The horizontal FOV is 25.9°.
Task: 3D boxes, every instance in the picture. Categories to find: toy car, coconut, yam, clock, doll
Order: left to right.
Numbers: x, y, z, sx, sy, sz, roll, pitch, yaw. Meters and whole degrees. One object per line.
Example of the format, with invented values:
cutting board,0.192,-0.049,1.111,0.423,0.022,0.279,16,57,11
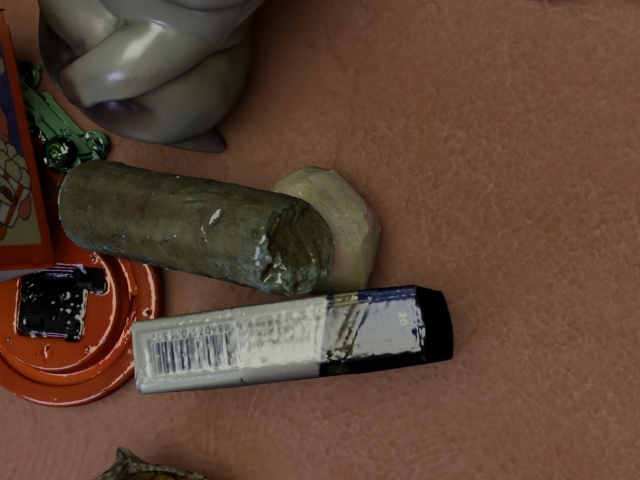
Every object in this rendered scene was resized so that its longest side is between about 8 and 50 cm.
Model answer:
toy car,-0.274,-0.117,1.357,0.143,0.073,0.054,45,115,11
clock,-0.252,0.060,1.352,0.205,0.051,0.205,-1,87,14
doll,-0.132,-0.232,1.187,0.215,0.226,0.370,38,132,9
yam,-0.112,-0.013,1.232,0.259,0.093,0.093,11,90,36
coconut,0.000,0.000,1.270,0.110,0.110,0.124,-39,74,8

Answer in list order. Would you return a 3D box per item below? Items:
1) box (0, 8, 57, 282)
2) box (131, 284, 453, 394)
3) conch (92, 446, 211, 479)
box,-0.478,-0.057,1.225,0.318,0.348,0.257,-17,84,30
box,-0.019,0.089,1.238,0.259,0.168,0.071,-7,84,14
conch,-0.163,0.289,1.273,0.245,0.163,0.178,15,109,-16
